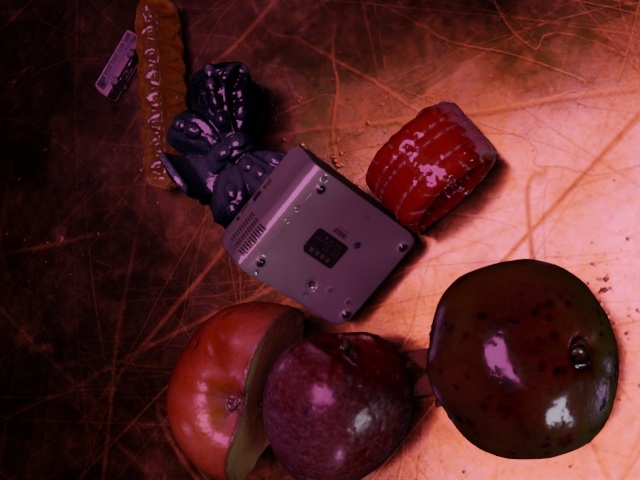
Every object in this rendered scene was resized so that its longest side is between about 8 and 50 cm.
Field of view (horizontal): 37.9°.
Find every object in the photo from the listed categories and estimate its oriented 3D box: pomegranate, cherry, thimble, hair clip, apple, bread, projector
[{"bbox_3d":[0.282,0.181,1.358,0.290,0.323,0.291,3,68,-8],"label":"pomegranate"},{"bbox_3d":[0.024,0.262,1.431,0.203,0.230,0.300,40,126,38],"label":"cherry"},{"bbox_3d":[0.171,-0.116,1.453,0.189,0.163,0.125,-45,73,10],"label":"thimble"},{"bbox_3d":[-0.142,-0.137,1.577,0.206,0.194,0.310,-32,71,2],"label":"hair clip"},{"bbox_3d":[-0.154,0.223,1.486,0.163,0.251,0.293,17,92,17],"label":"apple"},{"bbox_3d":[-0.286,-0.270,1.689,0.084,0.077,0.368,-9,80,19],"label":"bread"},{"bbox_3d":[0.000,0.000,1.458,0.198,0.250,0.108,-49,38,8],"label":"projector"}]

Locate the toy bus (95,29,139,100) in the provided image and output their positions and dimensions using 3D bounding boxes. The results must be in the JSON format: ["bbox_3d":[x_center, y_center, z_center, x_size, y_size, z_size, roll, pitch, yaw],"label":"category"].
[{"bbox_3d":[-0.373,-0.329,1.750,0.052,0.037,0.131,34,95,23],"label":"toy bus"}]
